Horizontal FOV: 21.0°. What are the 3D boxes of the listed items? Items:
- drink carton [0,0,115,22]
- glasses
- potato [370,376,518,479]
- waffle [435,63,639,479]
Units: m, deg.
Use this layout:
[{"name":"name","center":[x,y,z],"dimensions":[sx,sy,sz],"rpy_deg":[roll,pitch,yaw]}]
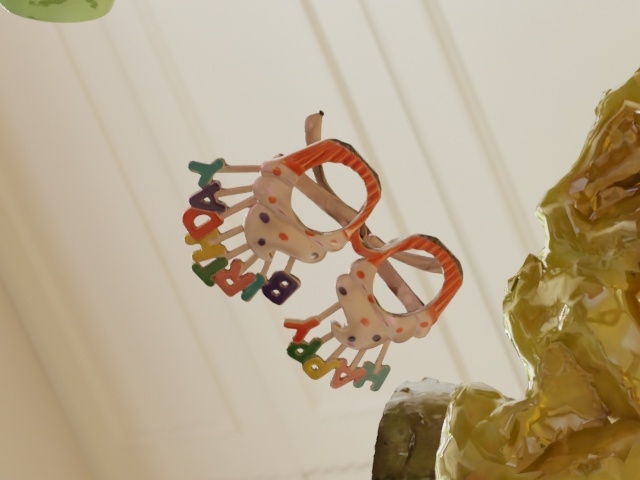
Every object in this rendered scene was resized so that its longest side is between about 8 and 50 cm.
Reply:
[{"name":"drink carton","center":[-0.203,-0.256,1.351],"dimensions":[0.144,0.146,0.142],"rpy_deg":[-1,141,-25]},{"name":"glasses","center":[-0.004,0.006,1.375],"dimensions":[0.162,0.255,0.095],"rpy_deg":[-41,-159,7]},{"name":"potato","center":[0.181,0.216,1.514],"dimensions":[0.255,0.112,0.269],"rpy_deg":[-5,-130,18]},{"name":"waffle","center":[0.190,0.091,0.468],"dimensions":[0.325,0.302,0.068],"rpy_deg":[14,176,-2]}]
